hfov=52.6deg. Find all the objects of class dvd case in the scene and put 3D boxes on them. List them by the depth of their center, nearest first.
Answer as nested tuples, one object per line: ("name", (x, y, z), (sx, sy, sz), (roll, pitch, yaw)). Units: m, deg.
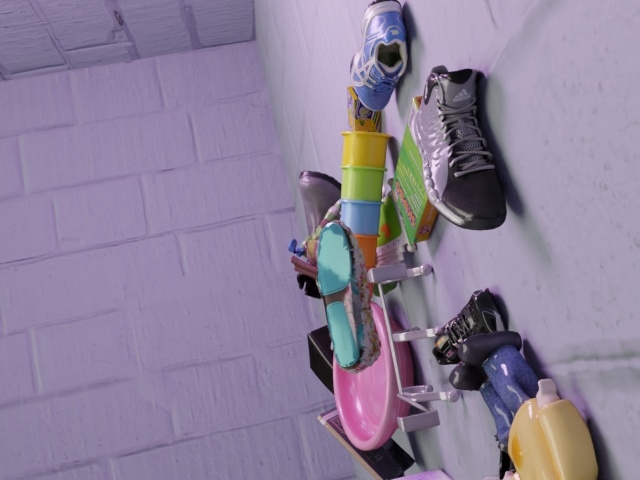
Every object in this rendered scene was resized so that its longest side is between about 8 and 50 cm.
("dvd case", (0.113, 0.481, 1.560), (0.221, 0.165, 0.018), (41, 111, 24))

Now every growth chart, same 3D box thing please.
("growth chart", (0.093, 0.000, 1.271), (0.237, 0.021, 0.171), (-42, 60, 39))

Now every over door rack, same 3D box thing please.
("over door rack", (0.156, 0.161, 1.061), (0.324, 0.108, 0.239), (36, -138, -82))

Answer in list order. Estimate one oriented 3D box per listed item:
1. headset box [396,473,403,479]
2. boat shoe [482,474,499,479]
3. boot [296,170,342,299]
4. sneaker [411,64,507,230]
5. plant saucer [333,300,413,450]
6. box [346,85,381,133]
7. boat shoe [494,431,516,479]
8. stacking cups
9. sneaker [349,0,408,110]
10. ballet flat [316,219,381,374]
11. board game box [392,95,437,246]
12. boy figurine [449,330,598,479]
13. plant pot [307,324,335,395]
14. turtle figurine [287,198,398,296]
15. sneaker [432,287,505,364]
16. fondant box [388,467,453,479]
("headset box", (0.207, 0.628, 1.808), (0.062, 0.032, 0.083), (86, 171, -48))
("boat shoe", (0.245, 0.393, 0.854), (0.277, 0.096, 0.098), (-173, 72, -83))
("boot", (0.000, 0.000, 1.629), (0.222, 0.118, 0.338), (-67, -30, -27))
("sneaker", (0.159, -0.126, 0.755), (0.132, 0.086, 0.228), (89, 168, -46))
("plant saucer", (0.120, 0.301, 1.469), (0.332, 0.084, 0.331), (-178, 90, -71))
("box", (0.087, -0.221, 1.286), (0.059, 0.054, 0.168), (-109, 10, -49))
("boat shoe", (0.249, 0.263, 0.840), (0.049, 0.040, 0.142), (-125, 25, -74))
("stacking cups", (0.070, -0.044, 1.218), (0.096, 0.096, 0.316), (-136, 51, -78))
("sneaker", (0.094, -0.278, 1.035), (0.211, 0.080, 0.081), (88, 172, -59))
("ballet flat", (0.046, 0.089, 1.021), (0.077, 0.091, 0.240), (9, -109, -49))
("board game box", (0.156, -0.098, 1.021), (0.259, 0.039, 0.124), (98, 160, -63))
("boy figurine", (0.234, 0.240, 0.706), (0.285, 0.092, 0.177), (-106, 19, -47))
("plant pot", (0.088, 0.321, 1.718), (0.167, 0.188, 0.188), (56, 160, 38))
("turtle figurine", (0.090, 0.012, 1.464), (0.266, 0.275, 0.197), (23, 104, 57))
("sneaker", (0.198, 0.133, 0.889), (0.178, 0.077, 0.072), (89, 166, -53))
("fondant box", (0.172, 0.647, 1.273), (0.096, 0.239, 0.330), (155, 104, -84))
